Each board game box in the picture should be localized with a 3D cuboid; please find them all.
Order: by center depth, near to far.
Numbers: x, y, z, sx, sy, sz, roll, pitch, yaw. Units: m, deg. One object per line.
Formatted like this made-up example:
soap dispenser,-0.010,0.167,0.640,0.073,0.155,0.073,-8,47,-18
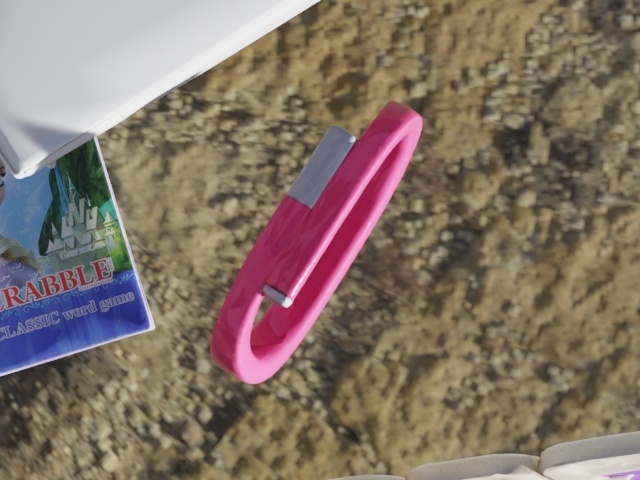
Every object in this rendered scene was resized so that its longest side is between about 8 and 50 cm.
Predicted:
board game box,-0.359,-0.018,1.495,0.319,0.066,0.318,-18,87,-5

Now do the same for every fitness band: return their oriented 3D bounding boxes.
fitness band,0.000,0.000,1.380,0.054,0.209,0.290,32,81,12

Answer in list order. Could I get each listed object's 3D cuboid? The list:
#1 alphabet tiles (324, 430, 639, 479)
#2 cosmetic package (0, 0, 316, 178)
alphabet tiles,0.123,0.122,0.669,0.278,0.284,0.021,29,53,-51
cosmetic package,0.004,-0.187,0.599,0.366,0.197,0.155,-32,100,-1
